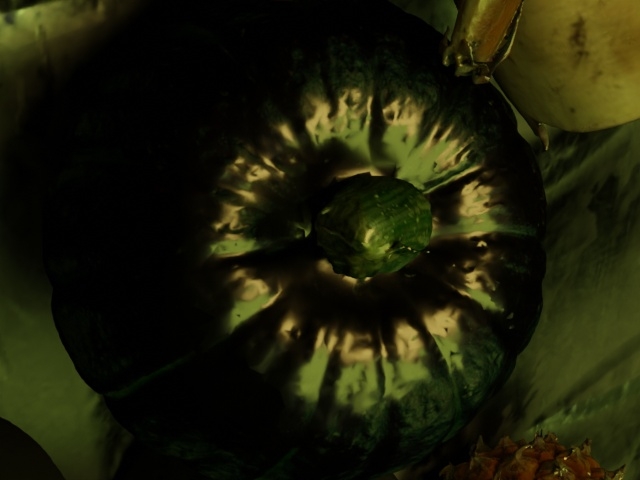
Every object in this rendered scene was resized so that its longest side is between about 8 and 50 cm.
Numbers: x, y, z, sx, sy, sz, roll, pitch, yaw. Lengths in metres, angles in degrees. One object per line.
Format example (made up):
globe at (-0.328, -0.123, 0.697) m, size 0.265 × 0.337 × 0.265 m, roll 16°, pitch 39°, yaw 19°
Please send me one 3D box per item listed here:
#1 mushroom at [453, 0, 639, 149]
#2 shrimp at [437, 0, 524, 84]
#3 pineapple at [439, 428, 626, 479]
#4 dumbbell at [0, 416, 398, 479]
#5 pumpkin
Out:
mushroom at (0.152, -0.184, 0.991) m, size 0.195 × 0.254 × 0.189 m, roll -23°, pitch 115°, yaw 22°
shrimp at (0.042, -0.120, 0.840) m, size 0.161 × 0.049 × 0.166 m, roll -39°, pitch 145°, yaw -32°
pineapple at (0.145, 0.195, 1.386) m, size 0.161 × 0.137 × 0.176 m, roll 11°, pitch 123°, yaw -6°
dumbbell at (-0.113, 0.186, 1.018) m, size 0.322 × 0.203 × 0.204 m, roll 6°, pitch 115°, yaw -49°
pumpkin at (0.000, 0.000, 0.930) m, size 0.248 × 0.248 × 0.248 m, roll -28°, pitch 137°, yaw -30°
